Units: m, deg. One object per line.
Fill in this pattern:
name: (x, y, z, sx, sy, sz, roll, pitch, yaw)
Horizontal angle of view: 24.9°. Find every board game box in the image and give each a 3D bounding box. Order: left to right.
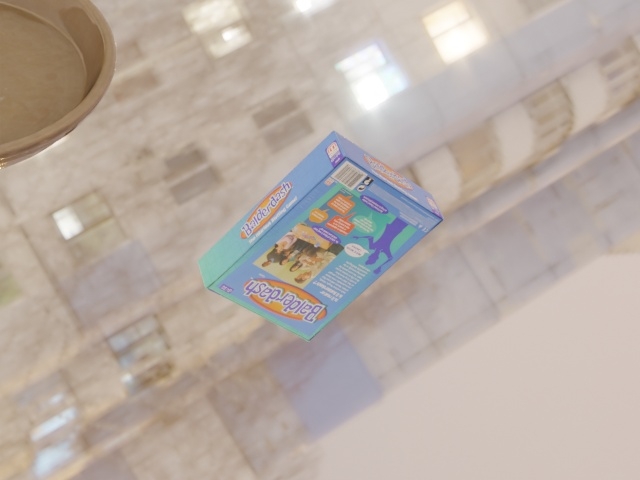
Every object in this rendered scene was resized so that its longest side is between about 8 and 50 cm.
board game box: (0.000, 0.000, 1.518, 0.160, 0.210, 0.047, 31, 25, -39)

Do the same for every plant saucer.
plant saucer: (-0.298, -0.136, 1.121, 0.278, 0.278, 0.041, 44, -38, 34)
